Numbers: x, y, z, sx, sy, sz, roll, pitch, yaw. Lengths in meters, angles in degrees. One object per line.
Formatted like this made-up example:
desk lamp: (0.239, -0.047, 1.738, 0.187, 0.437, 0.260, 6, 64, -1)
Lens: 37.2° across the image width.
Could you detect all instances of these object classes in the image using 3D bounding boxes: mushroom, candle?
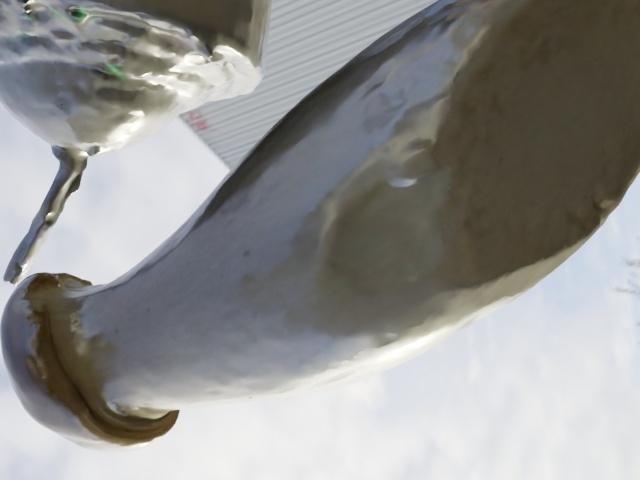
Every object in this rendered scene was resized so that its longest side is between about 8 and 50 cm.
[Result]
mushroom: (0.000, 0.000, 0.430, 0.128, 0.350, 0.128, 47, -154, -32)
candle: (-0.112, -0.139, 0.487, 0.187, 0.187, 0.330, 14, -100, -57)
